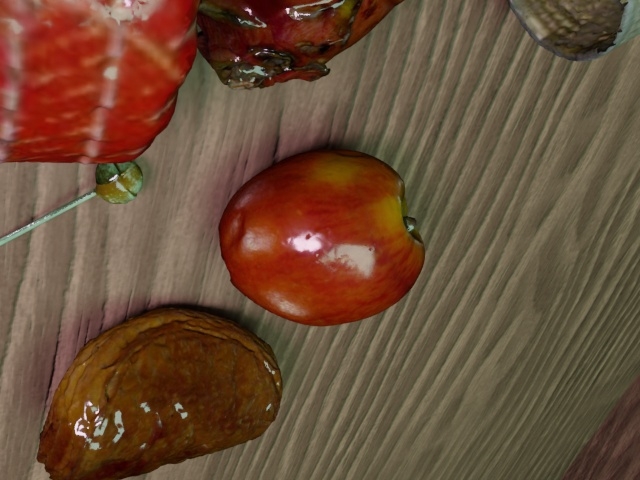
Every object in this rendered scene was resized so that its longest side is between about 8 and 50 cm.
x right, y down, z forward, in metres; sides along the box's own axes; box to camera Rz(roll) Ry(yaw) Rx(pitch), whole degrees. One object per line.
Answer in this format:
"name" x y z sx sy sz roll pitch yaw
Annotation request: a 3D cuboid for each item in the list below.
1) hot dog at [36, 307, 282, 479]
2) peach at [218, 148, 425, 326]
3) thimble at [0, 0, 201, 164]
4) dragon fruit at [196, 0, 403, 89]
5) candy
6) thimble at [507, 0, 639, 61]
"hot dog" -0.231 0.239 1.018 0.387 0.174 0.267 1 127 -47
"peach" 0.000 0.000 0.928 0.281 0.238 0.281 -14 172 -2
"thimble" -0.225 -0.227 0.505 0.231 0.350 0.350 1 124 -29
"dragon fruit" -0.013 -0.305 0.663 0.250 0.250 0.315 3 138 -37
"candy" -0.308 -0.041 0.817 0.202 0.061 0.061 -27 137 -1
"thimble" 0.339 -0.368 0.820 0.150 0.271 0.271 -31 137 -7
